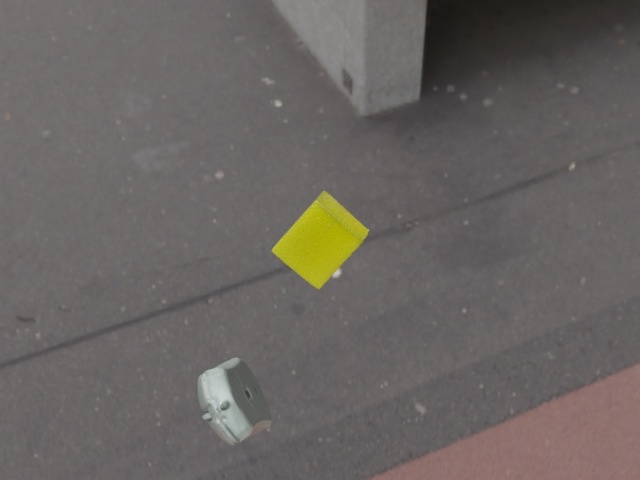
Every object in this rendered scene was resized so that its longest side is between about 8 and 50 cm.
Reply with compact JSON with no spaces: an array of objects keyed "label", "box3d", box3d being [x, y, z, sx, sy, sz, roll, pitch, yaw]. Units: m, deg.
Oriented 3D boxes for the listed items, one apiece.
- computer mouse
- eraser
[{"label":"computer mouse","box3d":[-0.100,0.179,0.976,0.056,0.182,0.089,-32,84,2]},{"label":"eraser","box3d":[0.000,0.000,1.378,0.097,0.122,0.045,40,30,-2]}]
